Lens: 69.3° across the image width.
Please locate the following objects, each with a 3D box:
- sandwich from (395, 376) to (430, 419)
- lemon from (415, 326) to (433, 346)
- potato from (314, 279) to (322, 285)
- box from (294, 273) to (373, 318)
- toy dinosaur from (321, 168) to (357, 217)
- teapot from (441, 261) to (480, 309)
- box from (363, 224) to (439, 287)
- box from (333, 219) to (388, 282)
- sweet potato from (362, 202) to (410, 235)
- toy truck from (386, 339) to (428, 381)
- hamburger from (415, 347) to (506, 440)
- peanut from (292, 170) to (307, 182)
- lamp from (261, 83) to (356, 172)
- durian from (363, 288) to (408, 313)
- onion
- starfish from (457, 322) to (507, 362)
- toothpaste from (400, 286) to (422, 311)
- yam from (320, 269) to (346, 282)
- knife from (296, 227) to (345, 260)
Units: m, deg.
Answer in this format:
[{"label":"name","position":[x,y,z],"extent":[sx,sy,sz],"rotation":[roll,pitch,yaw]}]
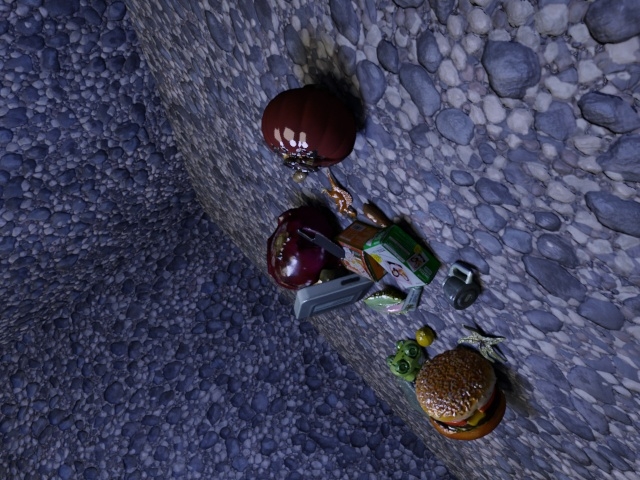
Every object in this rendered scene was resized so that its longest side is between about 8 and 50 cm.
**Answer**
[{"label":"sandwich","position":[0.552,0.831,2.537],"extent":[0.262,0.131,0.325],"rotation":[20,144,57]},{"label":"lemon","position":[0.466,0.429,2.068],"extent":[0.082,0.082,0.110],"rotation":[37,157,33]},{"label":"potato","position":[-0.014,0.225,2.708],"extent":[0.178,0.109,0.118],"rotation":[10,115,54]},{"label":"box","position":[0.059,0.275,2.262],"extent":[0.373,0.367,0.090],"rotation":[103,150,-66]},{"label":"toy dinosaur","position":[0.076,-0.176,1.858],"extent":[0.142,0.057,0.212],"rotation":[26,153,26]},{"label":"teapot","position":[0.455,0.152,1.547],"extent":[0.108,0.111,0.149],"rotation":[49,172,49]},{"label":"box","position":[0.292,0.061,1.686],"extent":[0.250,0.103,0.180],"rotation":[39,161,-6]},{"label":"box","position":[0.182,0.045,1.885],"extent":[0.195,0.148,0.177],"rotation":[24,147,51]},{"label":"sweet potato","position":[0.238,-0.066,1.719],"extent":[0.214,0.050,0.050],"rotation":[39,158,18]},{"label":"toy truck","position":[0.440,0.610,2.291],"extent":[0.210,0.187,0.148],"rotation":[54,166,-11]},{"label":"hamburger","position":[0.552,0.605,1.845],"extent":[0.330,0.330,0.250],"rotation":[20,143,55]},{"label":"peanut","position":[-0.093,-0.282,2.041],"extent":[0.054,0.054,0.113],"rotation":[53,161,-8]},{"label":"lamp","position":[-0.036,-0.351,1.463],"extent":[0.303,0.257,0.303],"rotation":[13,176,1]},{"label":"durian","position":[0.316,0.269,2.083],"extent":[0.221,0.095,0.137],"rotation":[-1,151,38]},{"label":"onion","position":[-0.034,0.047,2.188],"extent":[0.420,0.398,0.398],"rotation":[10,178,-26]},{"label":"starfish","position":[0.603,0.376,1.715],"extent":[0.223,0.050,0.217],"rotation":[42,156,-12]},{"label":"toothpaste","position":[0.385,0.235,1.924],"extent":[0.255,0.067,0.037],"rotation":[93,171,-54]},{"label":"yam","position":[0.007,0.132,2.482],"extent":[0.330,0.133,0.133],"rotation":[43,160,33]},{"label":"knife","position":[0.000,0.000,1.910],"extent":[0.245,0.019,0.072],"rotation":[31,142,20]}]
